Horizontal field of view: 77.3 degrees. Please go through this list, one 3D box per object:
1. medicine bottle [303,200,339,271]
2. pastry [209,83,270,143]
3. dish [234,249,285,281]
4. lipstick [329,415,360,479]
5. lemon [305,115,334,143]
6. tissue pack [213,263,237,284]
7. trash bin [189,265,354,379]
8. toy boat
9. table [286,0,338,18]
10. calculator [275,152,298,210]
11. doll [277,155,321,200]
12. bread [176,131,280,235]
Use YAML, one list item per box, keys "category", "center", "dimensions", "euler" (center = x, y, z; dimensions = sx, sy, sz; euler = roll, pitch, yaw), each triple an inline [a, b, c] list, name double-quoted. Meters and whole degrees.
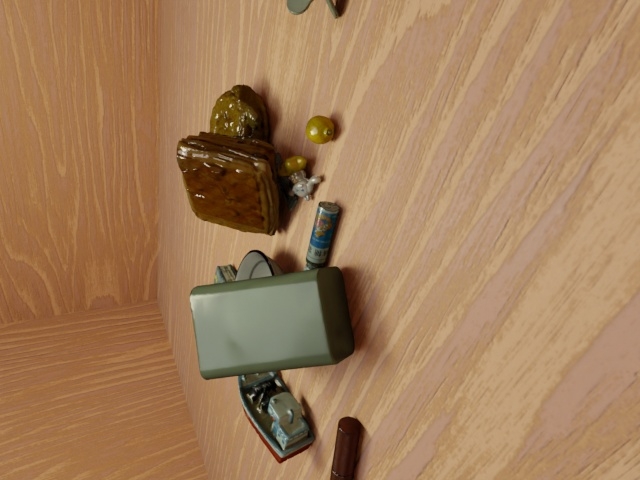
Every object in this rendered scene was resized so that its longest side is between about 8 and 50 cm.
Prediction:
- category: "medicine bottle"
  center: [0.000, 0.000, 0.943]
  dimensions: [0.051, 0.051, 0.191]
  euler: [49, 136, 44]
- category: "pastry"
  center: [-0.237, -0.344, 1.214]
  dimensions: [0.240, 0.132, 0.235]
  euler: [57, 132, 27]
- category: "dish"
  center: [-0.149, 0.183, 1.164]
  dimensions: [0.316, 0.106, 0.316]
  euler: [2, 93, 56]
- category: "lipstick"
  center: [0.049, 0.583, 0.967]
  dimensions: [0.057, 0.057, 0.357]
  euler: [33, 123, 52]
- category: "lemon"
  center: [0.000, -0.244, 0.884]
  dimensions: [0.083, 0.062, 0.062]
  euler: [34, 124, 54]
- category: "tissue pack"
  center: [-0.336, 0.238, 1.517]
  dimensions: [0.257, 0.081, 0.185]
  euler: [48, 135, 44]
- category: "trash bin"
  center: [-0.114, 0.189, 0.924]
  dimensions: [0.343, 0.158, 0.223]
  euler: [-12, 84, 28]
- category: "toy boat"
  center: [-0.150, 0.473, 1.188]
  dimensions: [0.332, 0.145, 0.133]
  euler: [40, 128, 42]
- category: "table"
  center: [-0.021, -0.552, 0.785]
  dimensions: [0.166, 0.166, 0.198]
  euler: [-44, 66, 53]
- category: "calculator"
  center: [-0.102, -0.167, 1.115]
  dimensions: [0.172, 0.018, 0.057]
  euler: [67, 148, 23]
- category: "doll"
  center: [-0.053, -0.152, 1.003]
  dimensions: [0.113, 0.071, 0.135]
  euler: [52, 148, 14]
- category: "bread"
  center: [-0.227, -0.162, 1.093]
  dimensions: [0.324, 0.277, 0.167]
  euler: [92, -165, -58]
